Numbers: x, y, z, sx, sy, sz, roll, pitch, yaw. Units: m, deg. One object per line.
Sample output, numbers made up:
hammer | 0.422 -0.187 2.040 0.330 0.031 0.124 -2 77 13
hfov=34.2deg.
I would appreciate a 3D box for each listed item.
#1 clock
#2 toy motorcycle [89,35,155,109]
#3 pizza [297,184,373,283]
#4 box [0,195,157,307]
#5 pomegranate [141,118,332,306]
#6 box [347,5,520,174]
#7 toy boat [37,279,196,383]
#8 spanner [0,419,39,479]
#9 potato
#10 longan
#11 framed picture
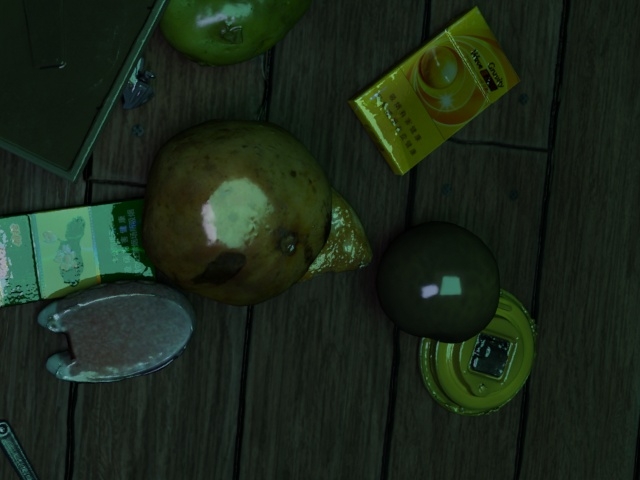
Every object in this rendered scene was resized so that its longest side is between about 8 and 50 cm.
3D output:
clock | 0.281 0.193 1.794 0.237 0.057 0.237 -2 96 -23
toy motorcycle | -0.283 -0.281 1.499 0.122 0.080 0.215 15 88 -22
pizza | 0.000 0.000 1.660 0.182 0.062 0.161 39 74 -26
box | -0.362 0.015 1.522 0.235 0.034 0.132 -8 100 -21
pomegranate | -0.121 -0.046 1.497 0.281 0.281 0.281 -3 97 -22
box | 0.188 -0.247 1.712 0.269 0.043 0.152 -38 109 -14
toy boat | -0.298 0.126 1.543 0.227 0.085 0.155 -10 114 -14
spanner | -0.433 0.358 1.545 0.046 0.012 0.208 -28 105 -16
potato | -0.123 -0.359 1.520 0.253 0.148 0.186 -27 88 -16
longan | 0.194 0.068 1.675 0.212 0.198 0.198 30 84 -12
framed picture | -0.370 -0.278 1.438 0.247 0.022 0.335 25 86 4
